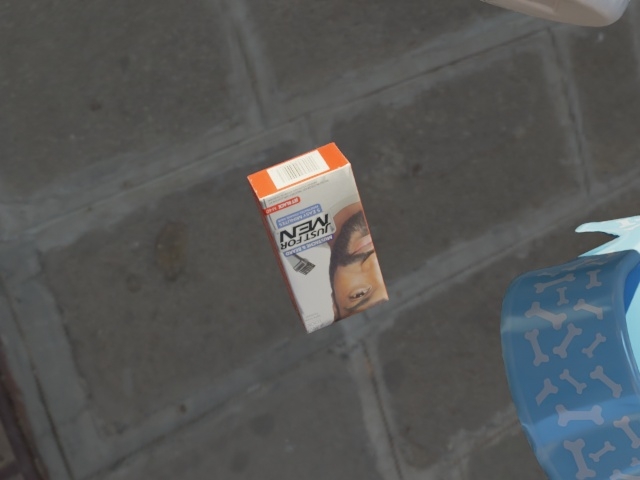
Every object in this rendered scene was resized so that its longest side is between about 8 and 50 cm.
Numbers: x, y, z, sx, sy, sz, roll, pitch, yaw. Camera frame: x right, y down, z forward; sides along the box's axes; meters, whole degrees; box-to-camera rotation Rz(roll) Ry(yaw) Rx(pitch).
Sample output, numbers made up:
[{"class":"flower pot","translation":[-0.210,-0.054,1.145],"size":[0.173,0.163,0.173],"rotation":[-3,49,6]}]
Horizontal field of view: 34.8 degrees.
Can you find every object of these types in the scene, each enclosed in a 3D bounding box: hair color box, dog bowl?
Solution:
[{"class":"hair color box","translation":[0.000,0.000,0.997],"size":[0.093,0.053,0.167],"rotation":[-22,125,-6]},{"class":"dog bowl","translation":[0.221,0.069,0.695],"size":[0.297,0.074,0.166],"rotation":[-25,91,-55]}]

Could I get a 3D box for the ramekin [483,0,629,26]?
[{"class":"ramekin","translation":[0.217,-0.326,1.078],"size":[0.277,0.277,0.135],"rotation":[12,100,-34]}]
